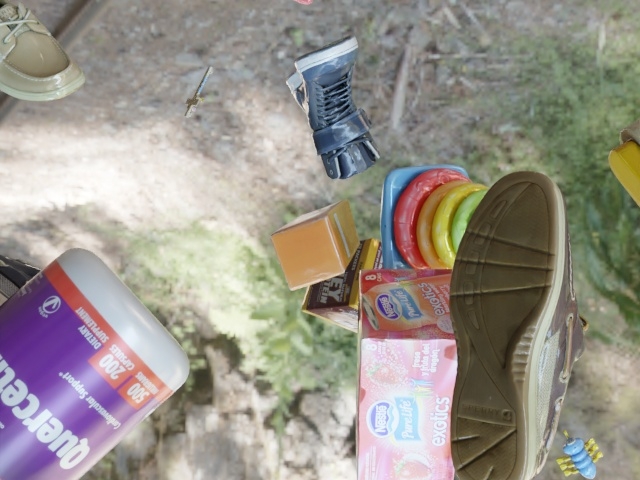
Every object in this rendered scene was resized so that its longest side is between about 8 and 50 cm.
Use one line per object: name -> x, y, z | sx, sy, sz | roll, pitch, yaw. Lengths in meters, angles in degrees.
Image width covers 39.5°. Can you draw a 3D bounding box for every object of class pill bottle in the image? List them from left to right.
pill bottle -> -0.299, 0.170, 0.878 | 0.181, 0.323, 0.181 | 45, 169, 11

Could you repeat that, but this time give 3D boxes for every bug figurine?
bug figurine -> 0.464, 0.523, 1.769 | 0.279, 0.216, 0.072 | -35, 177, 3

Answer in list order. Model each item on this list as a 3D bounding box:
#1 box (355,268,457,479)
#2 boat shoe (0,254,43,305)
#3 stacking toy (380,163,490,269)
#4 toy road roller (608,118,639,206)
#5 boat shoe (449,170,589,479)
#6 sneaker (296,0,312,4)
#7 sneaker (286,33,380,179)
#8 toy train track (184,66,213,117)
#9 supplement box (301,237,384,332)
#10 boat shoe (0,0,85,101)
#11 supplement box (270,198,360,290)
box -> 0.122, 0.200, 1.260 | 0.142, 0.154, 0.300 | 1, 126, 1
boat shoe -> -0.466, 0.055, 1.182 | 0.340, 0.127, 0.158 | 34, -162, 22
stacking toy -> 0.228, -0.014, 1.244 | 0.165, 0.175, 0.302 | -5, -172, -29
toy road roller -> 0.648, -0.063, 1.513 | 0.202, 0.330, 0.240 | -30, 160, -2
boat shoe -> 0.220, 0.099, 0.958 | 0.123, 0.342, 0.123 | 4, -179, 43
sneaker -> 0.059, -0.431, 1.238 | 0.313, 0.136, 0.116 | -22, 160, 41
sneaker -> 0.028, -0.166, 1.148 | 0.086, 0.163, 0.226 | -24, -179, -7
toy train track -> -0.179, -0.220, 1.335 | 0.014, 0.083, 0.048 | 27, 178, -31
supplement box -> 0.103, 0.098, 1.677 | 0.191, 0.129, 0.194 | 24, 162, -26
boat shoe -> -0.466, -0.304, 1.344 | 0.302, 0.109, 0.098 | 37, 147, 33
supplement box -> 0.000, 0.000, 1.172 | 0.078, 0.080, 0.233 | -19, -173, 10
